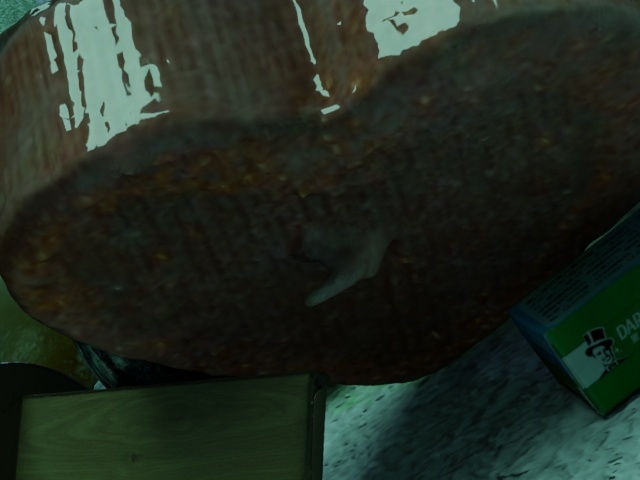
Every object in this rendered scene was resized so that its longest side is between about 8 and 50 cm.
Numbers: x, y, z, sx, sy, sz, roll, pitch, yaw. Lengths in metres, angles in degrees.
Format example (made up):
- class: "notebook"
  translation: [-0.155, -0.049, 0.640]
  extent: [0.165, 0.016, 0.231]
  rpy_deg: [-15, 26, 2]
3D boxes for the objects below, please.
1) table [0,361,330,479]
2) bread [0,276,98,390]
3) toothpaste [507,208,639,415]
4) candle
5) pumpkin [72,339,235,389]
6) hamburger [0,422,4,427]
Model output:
- class: "table"
  translation: [-0.079, 0.132, 0.716]
  extent: [0.227, 0.167, 0.167]
  rpy_deg: [-9, 29, 45]
- class: "bread"
  translation: [-0.284, 0.095, 1.278]
  extent: [0.314, 0.171, 0.192]
  rpy_deg: [-27, 19, 38]
- class: "toothpaste"
  translation: [0.208, -0.026, 0.705]
  extent: [0.267, 0.050, 0.065]
  rpy_deg: [-37, 14, -3]
- class: "candle"
  translation: [0.011, -0.019, 0.732]
  extent: [0.317, 0.287, 0.131]
  rpy_deg: [-15, 57, 1]
- class: "pumpkin"
  translation: [-0.056, 0.011, 1.004]
  extent: [0.233, 0.163, 0.233]
  rpy_deg: [-40, 2, 2]
- class: "hamburger"
  translation: [-0.208, 0.147, 0.839]
  extent: [0.124, 0.262, 0.131]
  rpy_deg: [-8, 66, 44]
